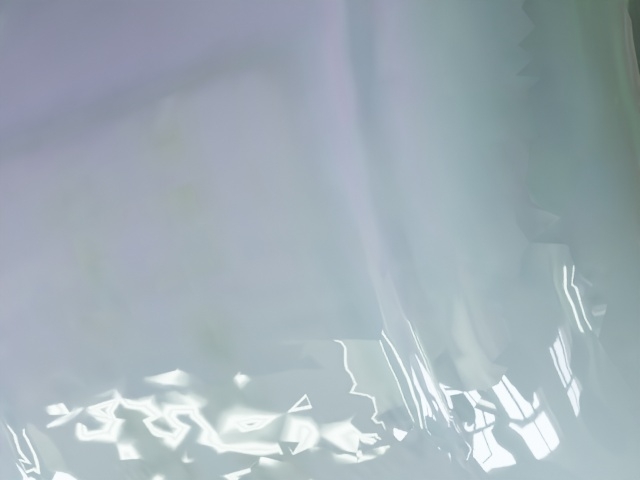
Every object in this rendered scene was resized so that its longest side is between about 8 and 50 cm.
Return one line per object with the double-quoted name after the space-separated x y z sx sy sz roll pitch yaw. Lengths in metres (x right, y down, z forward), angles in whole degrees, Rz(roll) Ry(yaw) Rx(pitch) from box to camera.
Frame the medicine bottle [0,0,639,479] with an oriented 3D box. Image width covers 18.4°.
0.000 0.000 0.515 0.302 0.241 0.241 -15 180 38 "medicine bottle"
